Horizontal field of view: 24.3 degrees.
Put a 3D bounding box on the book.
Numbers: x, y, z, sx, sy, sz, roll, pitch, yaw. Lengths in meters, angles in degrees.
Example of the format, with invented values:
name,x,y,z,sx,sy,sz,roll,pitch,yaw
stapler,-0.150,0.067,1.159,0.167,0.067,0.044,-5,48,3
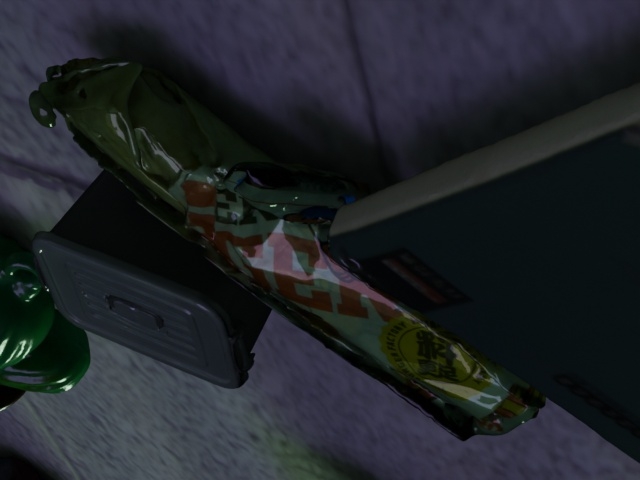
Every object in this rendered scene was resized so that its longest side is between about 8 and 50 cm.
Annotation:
name,x,y,z,sx,sy,sz,roll,pitch,yaw
book,0.198,0.022,0.511,0.264,0.031,0.379,34,152,-19

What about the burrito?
name,x,y,z,sx,sy,sz,roll,pitch,yaw
burrito,0.000,0.000,0.671,0.288,0.054,0.104,36,152,-9

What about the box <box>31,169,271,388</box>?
name,x,y,z,sx,sy,sz,roll,pitch,yaw
box,-0.077,0.014,0.756,0.122,0.069,0.084,21,149,19

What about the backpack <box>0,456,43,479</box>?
name,x,y,z,sx,sy,sz,roll,pitch,yaw
backpack,-0.287,0.381,1.299,0.283,0.317,0.197,45,150,-22

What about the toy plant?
name,x,y,z,sx,sy,sz,roll,pitch,yaw
toy plant,-0.216,0.056,0.931,0.200,0.105,0.143,-20,133,42
